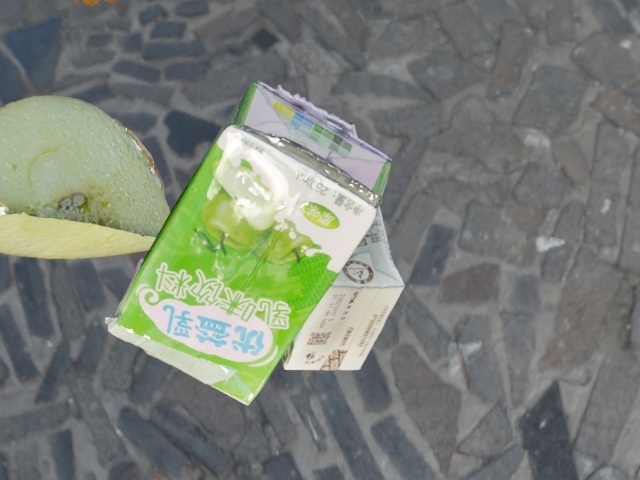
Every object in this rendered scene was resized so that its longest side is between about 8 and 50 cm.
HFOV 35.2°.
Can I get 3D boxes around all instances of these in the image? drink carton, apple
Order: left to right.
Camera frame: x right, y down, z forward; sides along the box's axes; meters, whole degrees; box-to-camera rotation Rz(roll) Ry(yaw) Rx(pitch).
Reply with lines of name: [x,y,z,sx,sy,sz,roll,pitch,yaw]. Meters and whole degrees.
apple: [-0.382,-0.071,1.494,0.179,0.346,0.254,45,115,39]
drink carton: [-0.067,0.004,0.933,0.161,0.271,0.108,30,28,-7]
drink carton: [0.000,-0.001,1.444,0.132,0.194,0.324,2,48,-19]

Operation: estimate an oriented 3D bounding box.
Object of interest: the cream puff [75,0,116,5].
cream puff: [-0.289,-0.364,1.285,0.116,0.122,0.094,31,52,-12]
